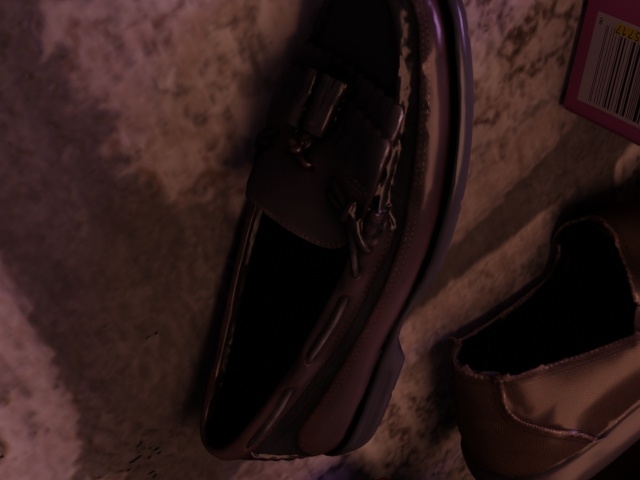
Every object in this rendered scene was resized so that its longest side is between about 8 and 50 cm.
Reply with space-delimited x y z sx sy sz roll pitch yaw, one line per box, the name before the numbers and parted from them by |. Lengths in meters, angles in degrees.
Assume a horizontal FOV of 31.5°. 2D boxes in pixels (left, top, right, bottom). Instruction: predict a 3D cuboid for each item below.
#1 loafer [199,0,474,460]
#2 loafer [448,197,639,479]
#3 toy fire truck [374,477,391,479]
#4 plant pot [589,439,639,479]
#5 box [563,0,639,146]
loafer | 0.000 0.000 0.590 0.095 0.109 0.302 -11 127 -32
loafer | 0.237 0.029 0.795 0.366 0.134 0.130 -41 126 -13
toy fire truck | 0.036 0.315 0.815 0.302 0.169 0.254 -44 162 -9
plant pot | 0.320 0.206 0.939 0.256 0.256 0.274 -41 153 -13
box | 0.321 -0.112 0.715 0.243 0.213 0.117 -15 126 -35
